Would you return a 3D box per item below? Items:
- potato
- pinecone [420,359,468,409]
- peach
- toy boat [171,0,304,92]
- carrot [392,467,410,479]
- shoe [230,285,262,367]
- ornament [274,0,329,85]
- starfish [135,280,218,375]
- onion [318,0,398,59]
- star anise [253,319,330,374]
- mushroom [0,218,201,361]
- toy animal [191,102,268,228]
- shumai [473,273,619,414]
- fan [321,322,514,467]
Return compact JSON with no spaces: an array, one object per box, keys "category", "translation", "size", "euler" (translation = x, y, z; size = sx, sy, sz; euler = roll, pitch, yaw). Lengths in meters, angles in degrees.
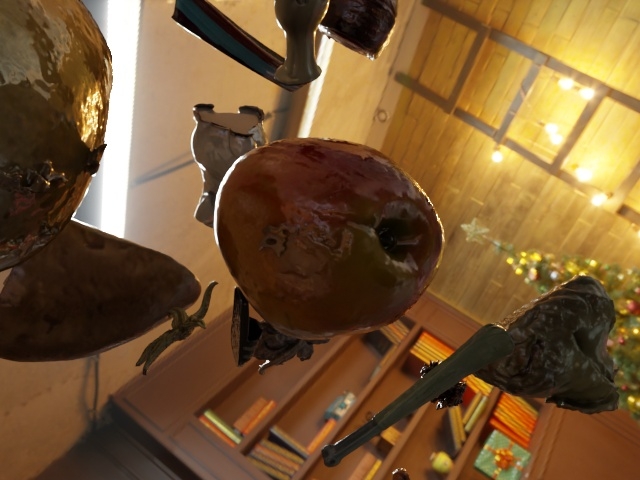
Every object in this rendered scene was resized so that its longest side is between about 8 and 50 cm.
[{"category":"potato","translation":[-0.445,-0.126,0.553],"size":[0.385,0.319,0.442],"euler":[-38,-51,20]},{"category":"pinecone","translation":[0.274,0.321,1.262],"size":[0.102,0.109,0.102],"euler":[-21,-37,-17]},{"category":"peach","translation":[0.000,-0.002,0.851],"size":[0.372,0.372,0.290],"euler":[-4,-83,-69]},{"category":"toy boat","translation":[-0.176,-0.446,1.278],"size":[0.392,0.136,0.079],"euler":[19,-64,-49]},{"category":"carrot","translation":[0.189,0.577,1.184],"size":[0.037,0.190,0.037],"euler":[-13,-12,-3]},{"category":"shoe","translation":[-0.121,0.149,0.961],"size":[0.049,0.071,0.179],"euler":[-5,-50,-18]},{"category":"ornament","translation":[-0.029,-0.293,0.754],"size":[0.074,0.081,0.156],"euler":[-24,-37,-24]},{"category":"starfish","translation":[-0.266,0.166,1.082],"size":[0.223,0.050,0.217],"euler":[-54,17,-23]},{"category":"onion","translation":[0.108,-0.609,1.476],"size":[0.207,0.216,0.206],"euler":[-115,49,-75]},{"category":"star anise","translation":[-0.059,0.195,1.148],"size":[0.230,0.081,0.262],"euler":[8,-60,-49]},{"category":"mushroom","translation":[-0.464,0.136,1.197],"size":[0.224,0.397,0.314],"euler":[-13,58,61]},{"category":"toy animal","translation":[-0.239,-0.164,1.458],"size":[0.258,0.193,0.357],"euler":[-100,17,-57]},{"category":"shumai","translation":[0.257,0.141,0.636],"size":[0.184,0.142,0.184],"euler":[-34,-12,-8]},{"category":"fan","translation":[0.077,0.132,0.478],"size":[0.193,0.016,0.038],"euler":[-37,-60,8]}]
